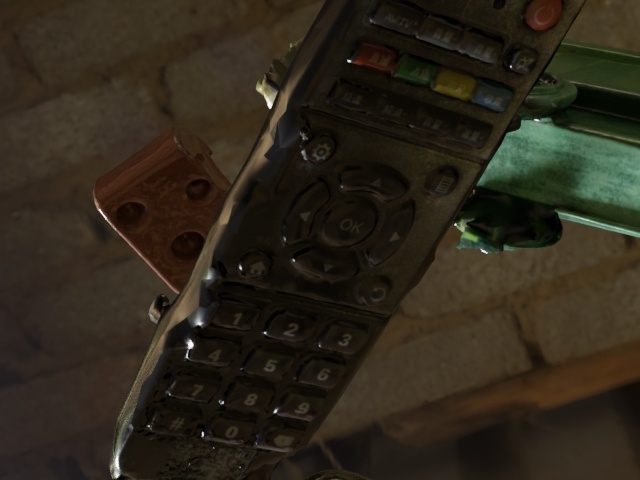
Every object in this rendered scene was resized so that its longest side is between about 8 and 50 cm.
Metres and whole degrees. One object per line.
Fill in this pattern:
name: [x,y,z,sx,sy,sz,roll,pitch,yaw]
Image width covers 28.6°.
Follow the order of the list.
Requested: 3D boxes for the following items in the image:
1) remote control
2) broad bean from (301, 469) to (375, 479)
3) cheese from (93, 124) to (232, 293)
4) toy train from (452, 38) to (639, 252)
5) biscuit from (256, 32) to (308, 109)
remote control: [0.000,0.000,0.701,0.144,0.399,0.062,14,-150,-31]
broad bean: [0.033,0.268,1.097,0.153,0.072,0.206,-17,-163,-26]
cheese: [-0.161,-0.051,1.436,0.128,0.203,0.177,-36,-144,5]
toy train: [0.220,-0.047,0.790,0.301,0.120,0.202,16,-157,30]
biscuit: [0.063,-0.138,1.154,0.036,0.187,0.273,-49,176,41]
